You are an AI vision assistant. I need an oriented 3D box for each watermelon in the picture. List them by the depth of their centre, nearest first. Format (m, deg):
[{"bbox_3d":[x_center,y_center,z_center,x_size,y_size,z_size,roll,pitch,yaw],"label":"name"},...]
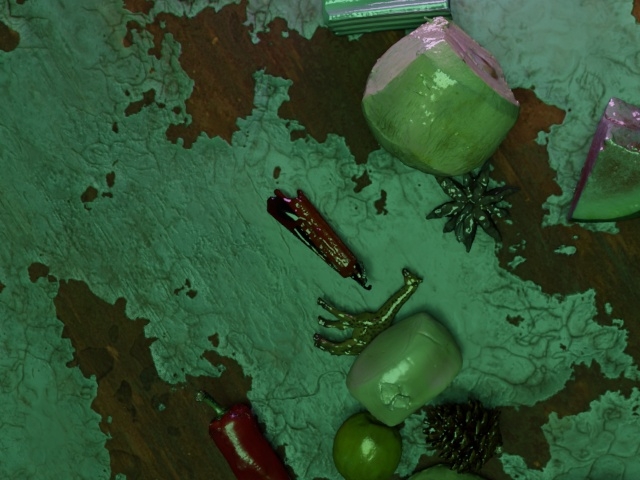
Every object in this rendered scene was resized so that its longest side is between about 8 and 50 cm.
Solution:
[{"bbox_3d":[0.616,-0.148,1.702,0.310,0.193,0.232,-16,113,25],"label":"watermelon"}]

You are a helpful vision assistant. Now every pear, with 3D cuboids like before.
[{"bbox_3d":[0.100,0.448,1.863,0.148,0.149,0.162,20,114,8],"label":"pear"}]

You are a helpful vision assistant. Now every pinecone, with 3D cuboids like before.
[{"bbox_3d":[0.296,0.404,1.810,0.173,0.173,0.174,1,97,11],"label":"pinecone"}]

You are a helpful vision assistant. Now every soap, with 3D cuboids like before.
[{"bbox_3d":[0.130,-0.477,1.739,0.261,0.150,0.094,-2,91,11],"label":"soap"}]

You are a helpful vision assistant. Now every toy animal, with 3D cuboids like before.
[{"bbox_3d":[0.103,0.164,1.871,0.275,0.054,0.149,-20,88,15],"label":"toy animal"}]

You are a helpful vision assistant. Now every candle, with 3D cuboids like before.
[{"bbox_3d":[0.000,0.000,1.862,0.084,0.059,0.302,-45,80,10],"label":"candle"}]

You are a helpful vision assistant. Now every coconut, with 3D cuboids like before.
[{"bbox_3d":[0.221,-0.262,1.678,0.297,0.297,0.254,48,118,2],"label":"coconut"}]

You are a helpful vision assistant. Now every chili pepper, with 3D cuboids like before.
[{"bbox_3d":[-0.155,0.479,1.939,0.110,0.110,0.388,-32,95,13],"label":"chili pepper"}]

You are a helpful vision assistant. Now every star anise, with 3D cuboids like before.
[{"bbox_3d":[0.312,-0.080,1.794,0.195,0.065,0.182,37,101,9],"label":"star anise"}]

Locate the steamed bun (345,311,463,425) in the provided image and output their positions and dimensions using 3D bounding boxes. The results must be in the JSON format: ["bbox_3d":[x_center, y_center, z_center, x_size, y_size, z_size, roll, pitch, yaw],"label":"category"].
[{"bbox_3d":[0.180,0.274,1.802,0.238,0.152,0.170,-41,103,6],"label":"steamed bun"}]

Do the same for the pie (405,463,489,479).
[{"bbox_3d":[0.288,0.641,1.876,0.315,0.092,0.315,2,99,10],"label":"pie"}]
